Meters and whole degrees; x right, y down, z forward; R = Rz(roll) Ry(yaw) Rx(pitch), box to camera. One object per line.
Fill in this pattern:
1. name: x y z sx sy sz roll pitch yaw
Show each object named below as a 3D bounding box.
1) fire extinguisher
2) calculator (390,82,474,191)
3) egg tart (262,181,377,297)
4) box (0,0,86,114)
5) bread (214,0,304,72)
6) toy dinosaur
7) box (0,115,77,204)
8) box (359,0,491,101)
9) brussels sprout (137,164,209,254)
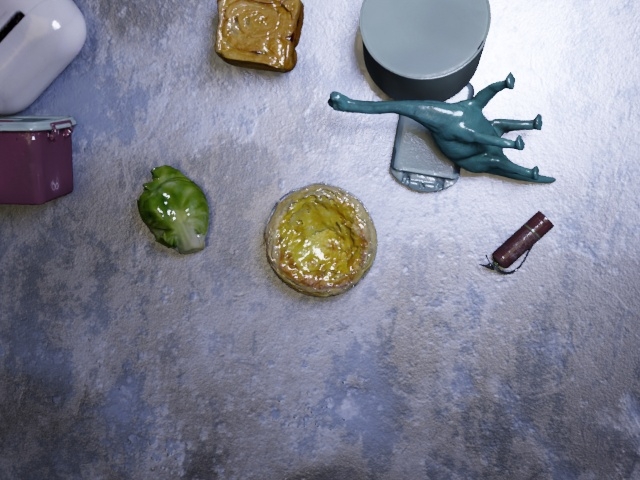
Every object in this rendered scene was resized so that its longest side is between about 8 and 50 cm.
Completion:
1. fire extinguisher: 0.395 0.015 1.340 0.157 0.045 0.078 -44 113 9
2. calculator: 0.220 -0.219 1.326 0.141 0.045 0.246 9 99 6
3. egg tart: 0.000 0.000 1.358 0.234 0.094 0.234 0 96 4
4. box: -0.663 -0.451 1.351 0.288 0.141 0.349 -42 91 9
5. bread: -0.115 -0.400 1.295 0.158 0.143 0.149 3 98 2
6. toy dinosaur: 0.234 -0.189 1.267 0.330 0.383 0.129 0 67 32
7. box: -0.654 -0.167 1.372 0.293 0.193 0.168 2 106 6
8. box: 0.187 -0.374 1.229 0.226 0.149 0.226 -1 82 6
9. brussels sprout: -0.299 -0.059 1.389 0.139 0.100 0.181 -28 83 -10
